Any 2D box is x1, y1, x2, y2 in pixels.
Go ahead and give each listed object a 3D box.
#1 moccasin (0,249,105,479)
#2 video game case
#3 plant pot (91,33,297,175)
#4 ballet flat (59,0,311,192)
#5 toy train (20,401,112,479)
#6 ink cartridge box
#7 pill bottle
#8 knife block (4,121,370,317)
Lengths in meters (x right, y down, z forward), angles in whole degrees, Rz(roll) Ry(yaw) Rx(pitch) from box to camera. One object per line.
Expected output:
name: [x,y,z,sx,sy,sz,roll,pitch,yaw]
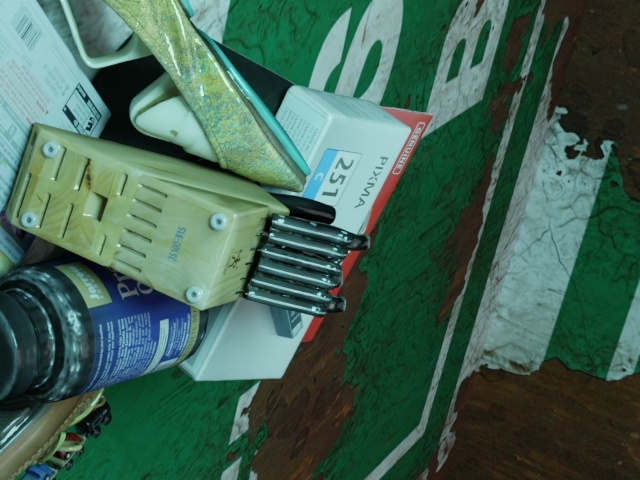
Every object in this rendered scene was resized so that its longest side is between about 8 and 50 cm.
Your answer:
moccasin: [-0.270,0.136,1.573,0.380,0.139,0.147,-60,153,-45]
video game case: [-0.295,-0.074,1.351,0.244,0.061,0.269,-61,160,-15]
plant pot: [-0.146,-0.077,1.585,0.167,0.187,0.188,-40,149,-34]
ballet flat: [-0.139,-0.161,1.406,0.123,0.123,0.348,-53,121,-34]
toy train: [-0.280,0.230,1.788,0.158,0.027,0.036,-50,151,-40]
ink cartridge box: [0.000,0.000,1.633,0.261,0.066,0.296,3,119,-54]
pill bottle: [-0.213,0.073,1.434,0.219,0.123,0.123,-14,126,-50]
knife block: [-0.103,-0.016,1.437,0.088,0.275,0.242,-70,166,11]
